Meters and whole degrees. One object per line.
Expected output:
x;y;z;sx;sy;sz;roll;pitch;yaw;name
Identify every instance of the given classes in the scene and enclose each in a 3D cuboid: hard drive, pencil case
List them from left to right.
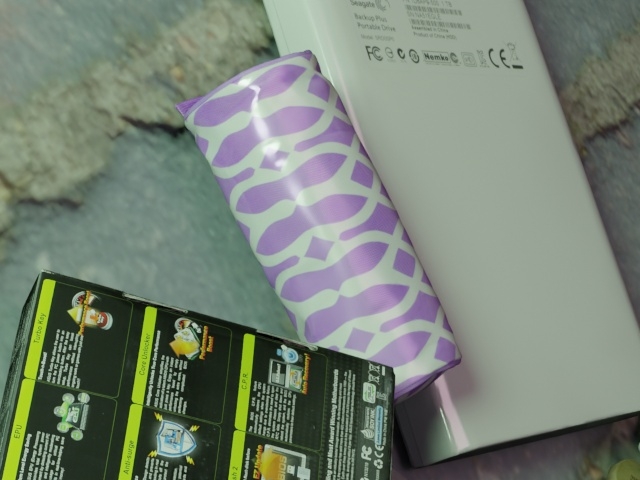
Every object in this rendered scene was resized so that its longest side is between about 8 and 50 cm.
0.000;0.000;0.897;0.086;0.088;0.206;-21;86;-43;pencil case
0.088;-0.045;1.048;0.233;0.047;0.353;-4;71;-48;hard drive

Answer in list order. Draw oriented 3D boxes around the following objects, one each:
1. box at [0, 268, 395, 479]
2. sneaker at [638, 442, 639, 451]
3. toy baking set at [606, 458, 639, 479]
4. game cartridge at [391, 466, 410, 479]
-0.059;0.121;0.747;0.184;0.045;0.191;15;52;-14;box
0.291;0.132;1.110;0.237;0.085;0.086;-22;100;-45;sneaker
0.274;0.222;1.115;0.197;0.030;0.256;-32;87;-44;toy baking set
0.016;0.283;0.783;0.230;0.068;0.355;38;46;-21;game cartridge
